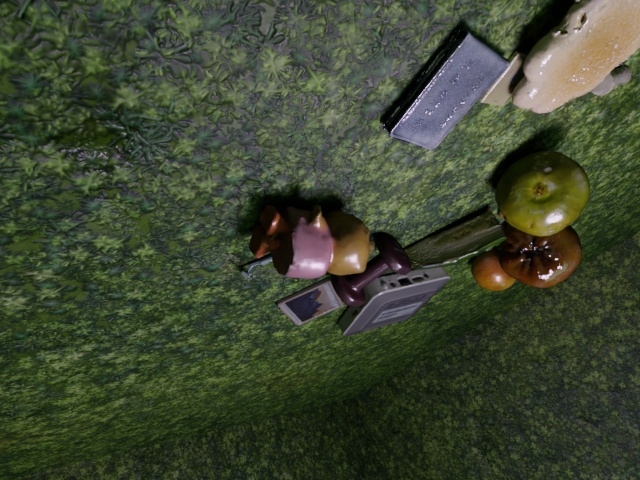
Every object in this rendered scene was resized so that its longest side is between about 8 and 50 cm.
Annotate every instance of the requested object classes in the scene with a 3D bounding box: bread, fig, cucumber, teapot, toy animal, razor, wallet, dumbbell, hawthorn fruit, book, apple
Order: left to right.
[{"bbox_3d":[-0.102,0.040,1.035,0.211,0.036,0.084,-27,176,-9],"label":"razor"},{"bbox_3d":[0.003,0.003,0.908,0.281,0.169,0.195,-3,147,-33],"label":"toy animal"},{"bbox_3d":[0.149,0.091,1.211,0.225,0.124,0.140,-38,149,23],"label":"dumbbell"},{"bbox_3d":[0.236,-0.272,0.774,0.167,0.036,0.222,4,139,-42],"label":"wallet"},{"bbox_3d":[0.425,0.021,1.313,0.325,0.145,0.105,-23,145,5],"label":"cucumber"},{"bbox_3d":[0.697,0.123,1.644,0.182,0.182,0.155,-3,158,-35],"label":"apple"},{"bbox_3d":[0.381,-0.323,0.823,0.077,0.014,0.111,-5,146,-32],"label":"book"},{"bbox_3d":[0.806,0.037,1.495,0.301,0.267,0.268,0,142,-46],"label":"hawthorn fruit"},{"bbox_3d":[0.627,-0.111,1.143,0.233,0.233,0.314,-37,140,21],"label":"fig"},{"bbox_3d":[0.512,-0.364,0.779,0.316,0.054,0.316,-23,154,-12],"label":"bread"},{"bbox_3d":[0.664,-0.374,0.928,0.083,0.057,0.067,-23,123,-16],"label":"teapot"}]

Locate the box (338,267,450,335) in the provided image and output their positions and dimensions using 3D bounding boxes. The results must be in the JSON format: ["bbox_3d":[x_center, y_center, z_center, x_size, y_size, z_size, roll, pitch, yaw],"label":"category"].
[{"bbox_3d":[0.286,0.244,1.608,0.367,0.090,0.373,-10,149,-27],"label":"box"}]

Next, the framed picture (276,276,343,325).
[{"bbox_3d":[-0.029,0.216,1.392,0.192,0.018,0.265,-25,151,1],"label":"framed picture"}]

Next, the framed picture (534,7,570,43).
[{"bbox_3d":[0.546,-0.425,0.775,0.260,0.023,0.189,-40,148,24],"label":"framed picture"}]

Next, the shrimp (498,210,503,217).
[{"bbox_3d":[0.641,-0.128,1.330,0.124,0.034,0.178,-31,152,5],"label":"shrimp"}]
